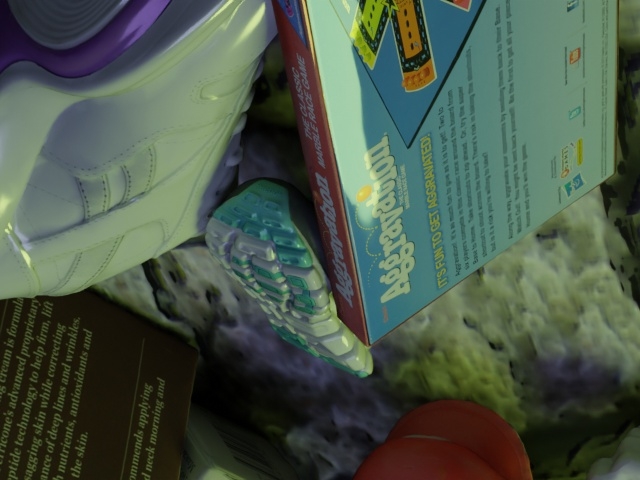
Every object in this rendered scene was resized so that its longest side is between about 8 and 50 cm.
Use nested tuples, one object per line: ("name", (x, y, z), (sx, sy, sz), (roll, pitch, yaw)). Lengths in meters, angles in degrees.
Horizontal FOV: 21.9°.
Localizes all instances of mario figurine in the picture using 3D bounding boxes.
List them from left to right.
("mario figurine", (0.121, 0.170, 0.963), (0.198, 0.170, 0.320), (-46, 140, 3))

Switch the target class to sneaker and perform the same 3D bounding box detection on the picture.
("sneaker", (-0.076, -0.071, 0.686), (0.152, 0.114, 0.305), (7, 146, -42))
("sneaker", (0.000, 0.000, 0.752), (0.065, 0.076, 0.166), (25, 166, 20))

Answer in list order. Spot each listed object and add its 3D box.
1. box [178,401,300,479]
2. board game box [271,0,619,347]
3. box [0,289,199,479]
("box", (-0.116, 0.230, 0.927), (0.094, 0.113, 0.275), (32, 95, -28))
("board game box", (0.052, -0.086, 0.619), (0.145, 0.027, 0.281), (-34, 144, -18))
("box", (-0.197, 0.112, 0.855), (0.203, 0.168, 0.167), (31, 136, -28))
